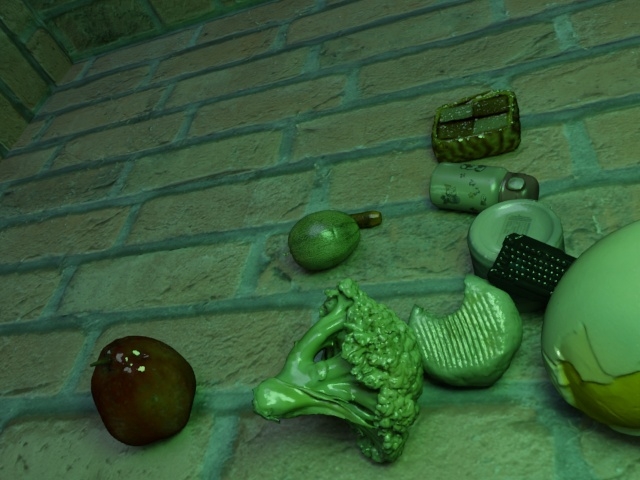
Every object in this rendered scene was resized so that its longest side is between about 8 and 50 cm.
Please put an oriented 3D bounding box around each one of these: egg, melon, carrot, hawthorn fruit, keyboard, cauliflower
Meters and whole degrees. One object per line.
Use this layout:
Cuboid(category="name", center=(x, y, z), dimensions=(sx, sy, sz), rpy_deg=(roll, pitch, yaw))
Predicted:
Cuboid(category="egg", center=(0.496, 0.118, 0.832), dimensions=(0.282, 0.345, 0.283), rpy_deg=(11, 36, -9))
Cuboid(category="melon", center=(0.000, 0.000, 1.332), dimensions=(0.192, 0.139, 0.139), rpy_deg=(-22, 44, 3))
Cuboid(category="carrot", center=(0.072, -0.051, 1.412), dimensions=(0.170, 0.042, 0.042), rpy_deg=(-3, 49, 25))
Cuboid(category="hawthorn fruit", center=(-0.380, 0.296, 1.163), dimensions=(0.210, 0.262, 0.211), rpy_deg=(-12, 45, 12))
Cuboid(category="keyboard", center=(0.428, 0.073, 0.989), dimensions=(0.016, 0.262, 0.106), rpy_deg=(-107, 39, -79))
Cuboid(category="cauliflower", center=(0.045, 0.235, 1.007), dimensions=(0.280, 0.260, 0.327), rpy_deg=(-10, 75, 12))

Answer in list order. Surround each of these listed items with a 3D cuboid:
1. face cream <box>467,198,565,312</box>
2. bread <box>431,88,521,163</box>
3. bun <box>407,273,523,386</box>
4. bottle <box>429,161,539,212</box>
Cuboid(category="face cream", center=(0.387, 0.029, 1.098), dimensions=(0.177, 0.153, 0.177), rpy_deg=(-14, 45, 14))
Cuboid(category="bread", center=(0.395, -0.287, 1.427), dimensions=(0.222, 0.096, 0.182), rpy_deg=(-10, 46, 21))
Cuboid(category="bun", center=(0.272, 0.168, 1.046), dimensions=(0.212, 0.126, 0.204), rpy_deg=(-4, 75, 31))
Cuboid(category="bottle", center=(0.373, -0.116, 1.270), dimensions=(0.233, 0.110, 0.110), rpy_deg=(11, 56, 35))
